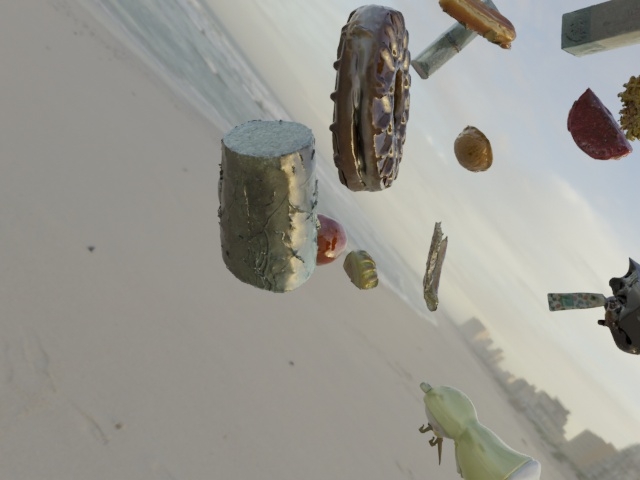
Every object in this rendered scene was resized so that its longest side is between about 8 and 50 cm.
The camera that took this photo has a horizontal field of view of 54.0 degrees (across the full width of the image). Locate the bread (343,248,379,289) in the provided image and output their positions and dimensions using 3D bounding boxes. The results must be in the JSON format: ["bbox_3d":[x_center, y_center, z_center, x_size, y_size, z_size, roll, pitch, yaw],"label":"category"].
[{"bbox_3d":[0.119,0.073,1.832,0.157,0.083,0.094,-141,-140,-66],"label":"bread"}]

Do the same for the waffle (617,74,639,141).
[{"bbox_3d":[0.851,-0.354,1.639,0.070,0.197,0.193,9,39,-17],"label":"waffle"}]

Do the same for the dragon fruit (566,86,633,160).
[{"bbox_3d":[0.932,-0.345,2.081,0.212,0.134,0.262,9,53,-42],"label":"dragon fruit"}]

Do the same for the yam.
[{"bbox_3d":[-0.116,-0.086,1.423,0.241,0.241,0.348,-121,-152,-53],"label":"yam"}]

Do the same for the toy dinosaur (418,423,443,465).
[{"bbox_3d":[0.371,0.581,1.914,0.039,0.126,0.162,30,18,-34],"label":"toy dinosaur"}]

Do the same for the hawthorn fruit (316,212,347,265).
[{"bbox_3d":[0.000,0.000,2.052,0.189,0.189,0.189,53,5,-6],"label":"hawthorn fruit"}]

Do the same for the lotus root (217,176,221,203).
[{"bbox_3d":[-0.176,-0.072,1.775,0.322,0.140,0.158,56,35,-38],"label":"lotus root"}]

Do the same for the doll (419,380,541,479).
[{"bbox_3d":[0.267,0.361,1.086,0.296,0.117,0.141,42,8,38],"label":"doll"}]

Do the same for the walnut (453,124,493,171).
[{"bbox_3d":[0.503,-0.300,2.126,0.211,0.087,0.167,110,-45,-85],"label":"walnut"}]

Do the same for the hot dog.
[{"bbox_3d":[0.420,-0.598,1.683,0.270,0.072,0.109,29,41,-15],"label":"hot dog"}]

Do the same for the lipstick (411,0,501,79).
[{"bbox_3d":[0.399,-0.597,1.855,0.076,0.290,0.077,48,1,-13],"label":"lipstick"}]

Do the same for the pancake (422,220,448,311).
[{"bbox_3d":[0.348,0.070,1.898,0.056,0.257,0.212,12,7,8],"label":"pancake"}]

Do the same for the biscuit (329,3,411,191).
[{"bbox_3d":[0.095,-0.244,1.111,0.332,0.103,0.331,4,90,-75],"label":"biscuit"}]

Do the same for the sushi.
[{"bbox_3d":[0.942,0.223,1.856,0.215,0.212,0.227,32,34,-8],"label":"sushi"}]

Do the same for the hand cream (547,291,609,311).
[{"bbox_3d":[0.738,0.173,1.800,0.037,0.165,0.057,65,24,-64],"label":"hand cream"}]

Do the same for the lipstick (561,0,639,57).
[{"bbox_3d":[0.539,-0.358,0.982,0.068,0.066,0.317,3,-1,-38],"label":"lipstick"}]
